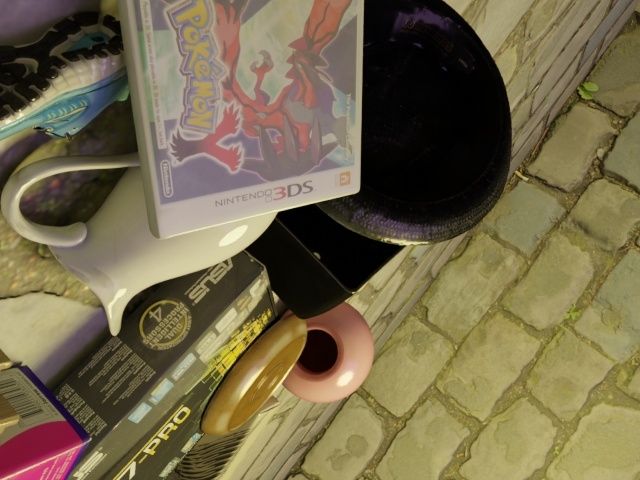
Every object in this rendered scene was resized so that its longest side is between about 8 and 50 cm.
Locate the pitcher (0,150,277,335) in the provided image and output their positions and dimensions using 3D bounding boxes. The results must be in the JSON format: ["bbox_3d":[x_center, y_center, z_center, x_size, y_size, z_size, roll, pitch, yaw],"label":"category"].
[{"bbox_3d":[-0.141,-0.037,0.489,0.207,0.125,0.177,-37,144,-11],"label":"pitcher"}]

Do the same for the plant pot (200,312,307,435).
[{"bbox_3d":[-0.092,0.215,0.886,0.236,0.032,0.236,-47,163,-19],"label":"plant pot"}]

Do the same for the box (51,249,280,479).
[{"bbox_3d":[-0.217,0.210,0.759,0.395,0.097,0.318,-47,160,-20],"label":"box"}]

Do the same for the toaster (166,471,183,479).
[{"bbox_3d":[-0.321,0.474,0.963,0.186,0.110,0.168,-36,154,-40],"label":"toaster"}]

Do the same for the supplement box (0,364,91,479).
[{"bbox_3d":[-0.325,0.198,0.458,0.114,0.111,0.220,-57,160,13],"label":"supplement box"}]

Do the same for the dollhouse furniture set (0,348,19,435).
[{"bbox_3d":[-0.252,0.130,0.397,0.101,0.182,0.161,-57,161,12],"label":"dollhouse furniture set"}]

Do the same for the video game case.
[{"bbox_3d":[-0.046,-0.114,0.413,0.184,0.023,0.201,-16,118,-30],"label":"video game case"}]

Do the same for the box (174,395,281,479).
[{"bbox_3d":[-0.204,0.398,1.107,0.275,0.113,0.094,-58,160,11],"label":"box"}]

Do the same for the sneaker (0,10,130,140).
[{"bbox_3d":[-0.183,-0.086,0.367,0.162,0.063,0.073,-39,160,-35],"label":"sneaker"}]

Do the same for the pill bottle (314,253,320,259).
[{"bbox_3d":[0.038,0.023,1.055,0.078,0.078,0.137,-55,162,6],"label":"pill bottle"}]

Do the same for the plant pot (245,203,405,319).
[{"bbox_3d":[0.000,0.000,0.788,0.187,0.188,0.167,-37,167,-39],"label":"plant pot"}]

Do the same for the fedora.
[{"bbox_3d":[0.059,-0.131,0.639,0.334,0.334,0.152,-41,-171,-32],"label":"fedora"}]

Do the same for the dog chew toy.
[{"bbox_3d":[0.014,0.223,1.191,0.206,0.207,0.332,-53,169,0],"label":"dog chew toy"}]
